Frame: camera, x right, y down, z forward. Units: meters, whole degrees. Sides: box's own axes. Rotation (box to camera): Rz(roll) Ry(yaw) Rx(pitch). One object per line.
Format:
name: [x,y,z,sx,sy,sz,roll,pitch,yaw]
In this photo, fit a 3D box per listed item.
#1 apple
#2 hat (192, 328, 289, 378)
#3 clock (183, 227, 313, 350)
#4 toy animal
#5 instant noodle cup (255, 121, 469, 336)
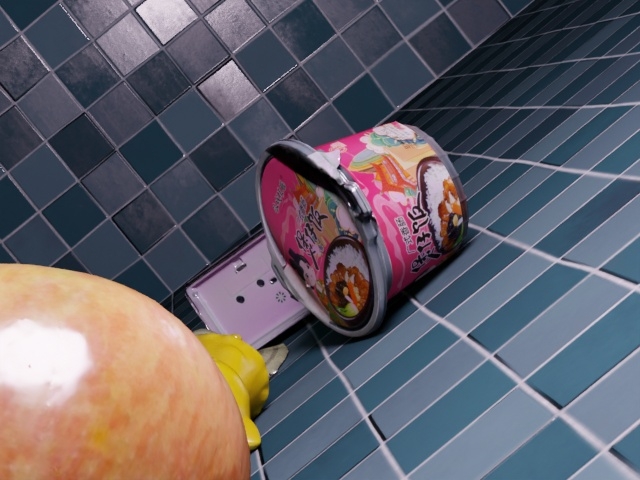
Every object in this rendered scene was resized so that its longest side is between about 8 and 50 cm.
apple: [-0.259,0.212,1.292,0.391,0.391,0.346,-34,30,32]
hat: [-0.169,0.184,2.071,0.252,0.110,0.252,-38,6,5]
clock: [-0.084,0.073,2.187,0.193,0.144,0.073,-35,-4,25]
toy animal: [-0.137,0.192,1.797,0.156,0.156,0.230,-36,18,21]
instant noodle cup: [0.063,-0.034,1.837,0.182,0.258,0.302,-27,4,-26]
